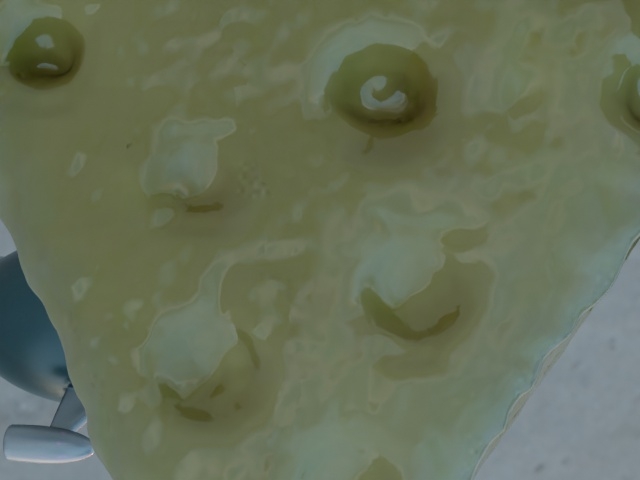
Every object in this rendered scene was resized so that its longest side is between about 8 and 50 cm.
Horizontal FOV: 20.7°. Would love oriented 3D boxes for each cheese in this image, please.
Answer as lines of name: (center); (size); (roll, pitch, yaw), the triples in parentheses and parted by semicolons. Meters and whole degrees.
cheese: (0.001, 0.000, 0.792); (0.384, 0.384, 0.104); (-37, 165, -4)

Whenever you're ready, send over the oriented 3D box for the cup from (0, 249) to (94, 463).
cup: (-0.231, 0.071, 1.593); (0.173, 0.300, 0.167); (4, 141, 12)
